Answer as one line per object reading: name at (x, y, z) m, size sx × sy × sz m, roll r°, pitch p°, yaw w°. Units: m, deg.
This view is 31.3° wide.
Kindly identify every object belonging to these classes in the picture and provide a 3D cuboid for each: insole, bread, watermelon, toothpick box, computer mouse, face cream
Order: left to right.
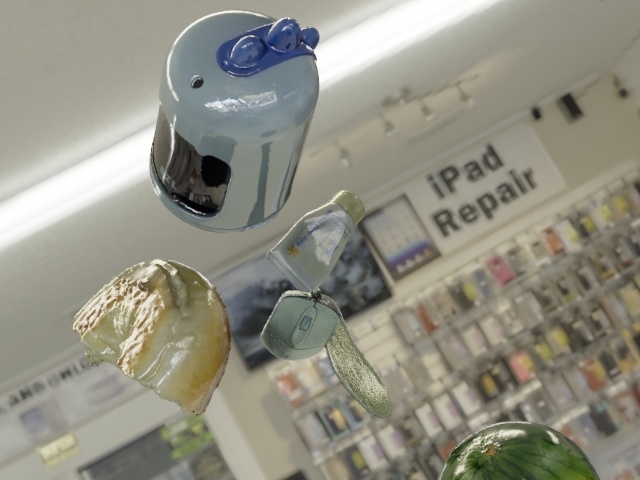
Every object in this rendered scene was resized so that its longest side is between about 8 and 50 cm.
bread at (-0.233, 0.129, 1.683) m, size 0.314 × 0.171 × 0.192 m, roll 13°, pitch 70°, yaw 51°
toothpick box at (-0.119, -0.196, 1.706) m, size 0.263 × 0.263 × 0.354 m, roll -26°, pitch -20°, yaw -23°
computer mouse at (-0.039, 0.156, 1.963) m, size 0.113 × 0.068 × 0.229 m, roll 17°, pitch -33°, yaw -9°
face cream at (0.000, 0.000, 2.130) m, size 0.224 × 0.114 × 0.070 m, roll -49°, pitch 8°, yaw -37°
insole at (0.046, 0.197, 2.015) m, size 0.109 × 0.322 × 0.007 m, roll 17°, pitch -60°, yaw -34°
watermelon at (0.268, 0.366, 1.537) m, size 0.242 × 0.242 × 0.242 m, roll -29°, pitch -9°, yaw -5°
